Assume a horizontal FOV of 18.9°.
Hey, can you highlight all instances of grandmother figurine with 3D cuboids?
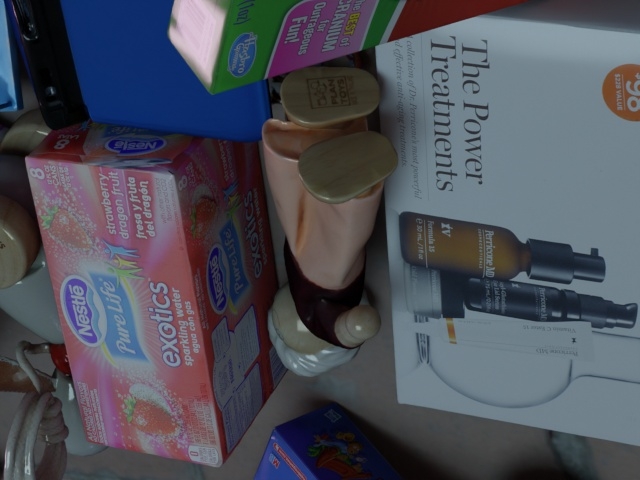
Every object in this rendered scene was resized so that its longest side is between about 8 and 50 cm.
[{"bbox_3d":[0.000,0.000,1.549,0.104,0.208,0.342,-1,147,-4],"label":"grandmother figurine"}]

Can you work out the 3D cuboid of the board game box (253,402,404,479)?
[{"bbox_3d":[0.057,0.351,1.728,0.347,0.078,0.233,47,136,27],"label":"board game box"}]

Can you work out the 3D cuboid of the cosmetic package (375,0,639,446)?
[{"bbox_3d":[0.195,-0.021,1.491,0.284,0.097,0.377,7,125,19],"label":"cosmetic package"}]

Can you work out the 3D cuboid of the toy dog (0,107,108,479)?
[{"bbox_3d":[-0.281,0.047,1.697,0.161,0.220,0.334,7,107,21],"label":"toy dog"}]

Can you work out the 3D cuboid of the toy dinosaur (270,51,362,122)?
[{"bbox_3d":[-0.001,-0.132,1.558,0.082,0.047,0.090,-2,155,17],"label":"toy dinosaur"}]

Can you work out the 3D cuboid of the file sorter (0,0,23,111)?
[{"bbox_3d":[-0.359,-0.161,1.637,0.170,0.104,0.118,1,103,26],"label":"file sorter"}]

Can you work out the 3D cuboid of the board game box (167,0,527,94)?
[{"bbox_3d":[0.066,-0.237,1.250,0.064,0.316,0.242,54,148,29],"label":"board game box"}]

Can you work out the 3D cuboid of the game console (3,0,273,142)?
[{"bbox_3d":[-0.163,-0.230,1.463,0.173,0.250,0.293,-16,143,-9],"label":"game console"}]

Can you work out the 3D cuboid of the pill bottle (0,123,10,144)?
[{"bbox_3d":[-0.321,-0.100,1.719,0.083,0.043,0.043,30,130,4],"label":"pill bottle"}]

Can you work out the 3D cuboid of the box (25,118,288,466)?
[{"bbox_3d":[-0.134,0.026,1.645,0.142,0.154,0.300,7,126,22],"label":"box"}]
